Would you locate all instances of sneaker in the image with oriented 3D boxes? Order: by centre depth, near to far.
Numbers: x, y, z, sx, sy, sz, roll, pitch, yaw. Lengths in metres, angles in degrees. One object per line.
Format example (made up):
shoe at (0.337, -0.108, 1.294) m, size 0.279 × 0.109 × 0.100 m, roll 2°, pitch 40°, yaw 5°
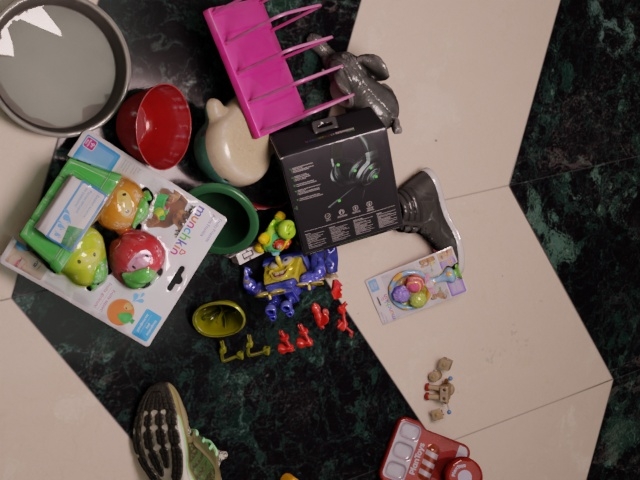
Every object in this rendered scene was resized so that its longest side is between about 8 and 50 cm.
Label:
sneaker at (-0.299, 0.502, 1.960) m, size 0.182 × 0.158 × 0.410 m, roll -29°, pitch 110°, yaw -55°
sneaker at (0.264, -0.024, 2.190) m, size 0.147 × 0.104 × 0.296 m, roll -27°, pitch 104°, yaw -18°

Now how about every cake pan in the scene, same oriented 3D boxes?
cake pan at (-0.538, -0.358, 1.748) m, size 0.293 × 0.054 × 0.293 m, roll -4°, pitch 98°, yaw -27°

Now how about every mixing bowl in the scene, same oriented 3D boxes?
mixing bowl at (-0.367, -0.244, 1.809) m, size 0.181 × 0.098 × 0.181 m, roll -27°, pitch 121°, yaw -58°

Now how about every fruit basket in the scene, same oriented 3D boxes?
fruit basket at (-0.420, -0.003, 1.765) m, size 0.353 × 0.165 × 0.327 m, roll 33°, pitch 82°, yaw -10°

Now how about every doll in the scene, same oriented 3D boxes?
doll at (0.000, 0.000, 2.078) m, size 0.129 × 0.046 × 0.189 m, roll -6°, pitch 99°, yaw -19°

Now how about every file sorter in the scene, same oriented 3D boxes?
file sorter at (-0.078, -0.403, 1.852) m, size 0.202 × 0.182 × 0.291 m, roll -34°, pitch 106°, yaw -52°

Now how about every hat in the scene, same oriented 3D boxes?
hat at (-0.211, -0.081, 1.946) m, size 0.173 × 0.183 × 0.208 m, roll -28°, pitch 116°, yaw 19°

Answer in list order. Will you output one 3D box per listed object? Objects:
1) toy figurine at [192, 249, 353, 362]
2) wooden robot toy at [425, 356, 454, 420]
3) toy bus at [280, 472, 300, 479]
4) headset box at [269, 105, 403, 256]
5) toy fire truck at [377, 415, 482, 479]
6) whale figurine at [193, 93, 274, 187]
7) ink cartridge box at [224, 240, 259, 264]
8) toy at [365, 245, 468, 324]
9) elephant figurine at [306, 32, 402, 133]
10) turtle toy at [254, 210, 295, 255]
toy figurine at (-0.098, 0.123, 2.001) m, size 0.362 × 0.217 × 0.191 m, roll -16°, pitch 126°, yaw 18°
wooden robot toy at (0.329, 0.395, 2.303) m, size 0.079 × 0.076 × 0.173 m, roll -9°, pitch 103°, yaw -62°
toy bus at (-0.124, 0.735, 2.053) m, size 0.108 × 0.130 × 0.333 m, roll 42°, pitch 77°, yaw -25°
headset box at (0.036, -0.141, 1.927) m, size 0.246 × 0.131 × 0.283 m, roll -18°, pitch 123°, yaw -5°
toy fire truck at (0.263, 0.643, 2.249) m, size 0.253 × 0.169 × 0.302 m, roll 23°, pitch 84°, yaw -4°
whale figurine at (-0.195, -0.247, 1.916) m, size 0.216 × 0.141 × 0.272 m, roll 34°, pitch 57°, yaw -42°
ink cartridge box at (-0.180, 0.032, 1.986) m, size 0.083 × 0.048 × 0.028 m, roll -26°, pitch 106°, yaw -22°
toy at (0.250, 0.123, 2.169) m, size 0.237 × 0.056 × 0.137 m, roll -23°, pitch 108°, yaw 0°
elephant figurine at (0.078, -0.368, 1.995) m, size 0.239 × 0.186 × 0.169 m, roll 57°, pitch 35°, yaw -34°
turtle toy at (-0.095, -0.013, 1.940) m, size 0.066 × 0.130 × 0.095 m, roll 34°, pitch 63°, yaw 2°
